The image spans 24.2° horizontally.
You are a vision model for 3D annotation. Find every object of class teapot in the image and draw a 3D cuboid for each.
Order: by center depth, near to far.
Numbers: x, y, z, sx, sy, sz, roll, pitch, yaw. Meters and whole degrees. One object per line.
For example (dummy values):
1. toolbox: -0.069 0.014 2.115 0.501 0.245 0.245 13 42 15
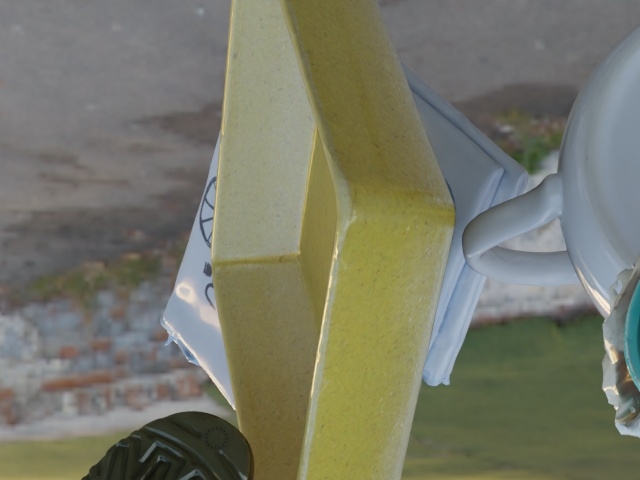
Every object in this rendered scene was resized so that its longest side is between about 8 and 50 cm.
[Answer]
1. teapot: 0.253 -0.014 0.866 0.256 0.252 0.187 41 172 21

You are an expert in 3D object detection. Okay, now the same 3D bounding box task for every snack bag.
1. snack bag: -0.001 0.016 1.131 0.037 0.342 0.323 0 -149 -36

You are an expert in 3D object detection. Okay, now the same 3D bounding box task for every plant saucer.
1. plant saucer: 0.000 0.000 0.906 0.081 0.333 0.333 -2 131 -12

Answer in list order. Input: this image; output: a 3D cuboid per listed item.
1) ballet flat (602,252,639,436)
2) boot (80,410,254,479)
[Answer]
1. ballet flat: 0.291 0.090 0.499 0.409 0.147 0.147 24 180 32
2. boot: -0.112 0.226 0.994 0.089 0.236 0.269 40 175 16
